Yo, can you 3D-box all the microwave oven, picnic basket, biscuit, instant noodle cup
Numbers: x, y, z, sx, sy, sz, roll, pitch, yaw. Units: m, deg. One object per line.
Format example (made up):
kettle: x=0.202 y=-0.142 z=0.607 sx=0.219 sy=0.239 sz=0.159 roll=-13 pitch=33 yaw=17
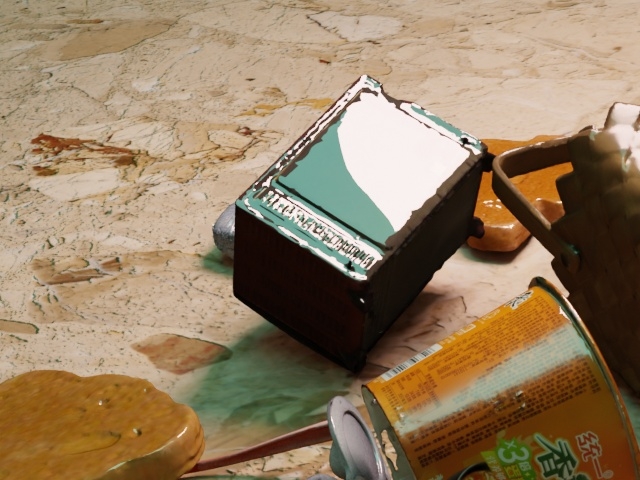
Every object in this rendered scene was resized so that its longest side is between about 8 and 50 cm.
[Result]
microwave oven: x=0.042 y=-0.013 z=1.817 sx=0.178 sy=0.188 sz=0.247 roll=31 pitch=56 yaw=20
picnic basket: x=0.343 y=-0.026 z=1.711 sx=0.254 sy=0.291 sz=0.321 roll=-16 pitch=37 yaw=-16
biscuit: x=0.239 y=-0.067 z=2.091 sx=0.306 sy=0.043 sz=0.284 roll=-15 pitch=27 yaw=-14
biscuit: x=-0.282 y=0.222 z=1.608 sx=0.351 sy=0.057 sz=0.312 roll=-2 pitch=28 yaw=37
instant noodle cup: x=0.152 y=0.170 z=1.480 sx=0.182 sy=0.230 sz=0.230 roll=-22 pitch=29 yaw=-8

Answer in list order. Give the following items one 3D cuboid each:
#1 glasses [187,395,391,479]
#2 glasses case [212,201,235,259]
glasses: x=-0.075 y=0.256 z=1.554 sx=0.268 sy=0.118 sz=0.234 roll=-19 pitch=23 yaw=23
glasses case: x=0.000 y=0.000 z=1.995 sx=0.282 sy=0.067 sz=0.109 roll=12 pitch=40 yaw=35
